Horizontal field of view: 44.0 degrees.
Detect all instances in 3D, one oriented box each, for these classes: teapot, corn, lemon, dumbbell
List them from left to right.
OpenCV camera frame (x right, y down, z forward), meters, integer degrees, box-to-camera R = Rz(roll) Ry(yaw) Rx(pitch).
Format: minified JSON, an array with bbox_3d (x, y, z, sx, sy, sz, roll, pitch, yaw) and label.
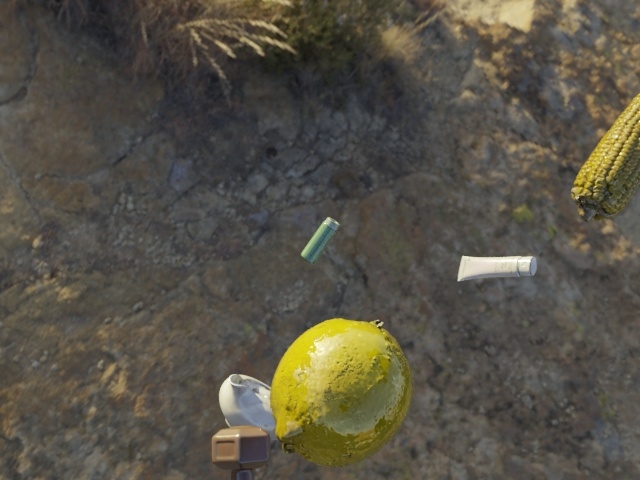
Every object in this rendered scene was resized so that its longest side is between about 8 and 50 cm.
[{"bbox_3d":[-0.109,0.378,1.113,0.082,0.092,0.231,21,64,-61],"label":"dumbbell"},{"bbox_3d":[-0.111,0.303,1.422,0.145,0.092,0.226,42,8,34],"label":"teapot"},{"bbox_3d":[0.023,0.188,0.974,0.206,0.173,0.173,-35,83,-32],"label":"lemon"},{"bbox_3d":[0.605,-0.170,1.583,0.119,0.119,0.322,35,81,-9],"label":"corn"}]

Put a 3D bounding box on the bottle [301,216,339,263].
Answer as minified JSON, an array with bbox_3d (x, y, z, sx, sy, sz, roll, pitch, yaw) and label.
[{"bbox_3d":[0.000,0.000,1.369,0.030,0.083,0.030,33,11,-7],"label":"bottle"}]

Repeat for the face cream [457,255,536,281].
[{"bbox_3d":[0.233,0.037,1.059,0.020,0.115,0.038,30,66,-41],"label":"face cream"}]
